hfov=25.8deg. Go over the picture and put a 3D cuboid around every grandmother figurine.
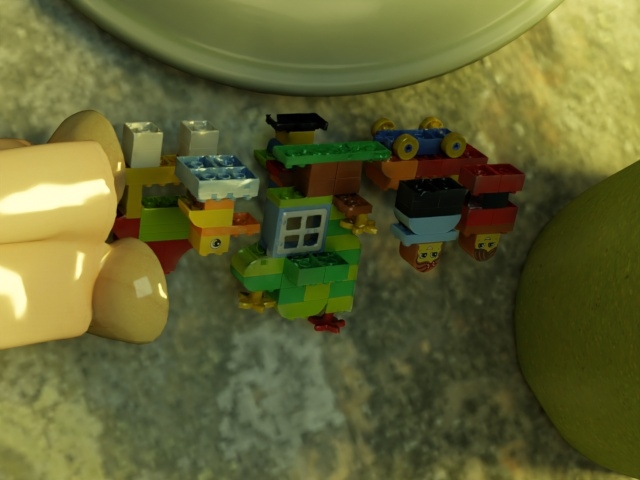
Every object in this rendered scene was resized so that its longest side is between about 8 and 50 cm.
[{"bbox_3d":[-0.233,0.004,0.583,0.342,0.104,0.208,-10,67,-45],"label":"grandmother figurine"}]

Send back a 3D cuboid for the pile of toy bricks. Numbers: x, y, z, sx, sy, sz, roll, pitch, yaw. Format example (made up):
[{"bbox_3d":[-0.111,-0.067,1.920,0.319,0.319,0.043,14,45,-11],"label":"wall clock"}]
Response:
[{"bbox_3d":[0.000,0.000,0.735,0.212,0.118,0.105,-4,117,-27],"label":"pile of toy bricks"}]

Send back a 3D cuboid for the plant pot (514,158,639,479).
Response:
[{"bbox_3d":[0.233,0.036,0.717,0.276,0.254,0.276,2,84,-18],"label":"plant pot"}]

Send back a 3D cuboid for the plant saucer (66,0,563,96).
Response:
[{"bbox_3d":[0.001,-0.279,0.722,0.400,0.100,0.400,1,86,-7],"label":"plant saucer"}]
